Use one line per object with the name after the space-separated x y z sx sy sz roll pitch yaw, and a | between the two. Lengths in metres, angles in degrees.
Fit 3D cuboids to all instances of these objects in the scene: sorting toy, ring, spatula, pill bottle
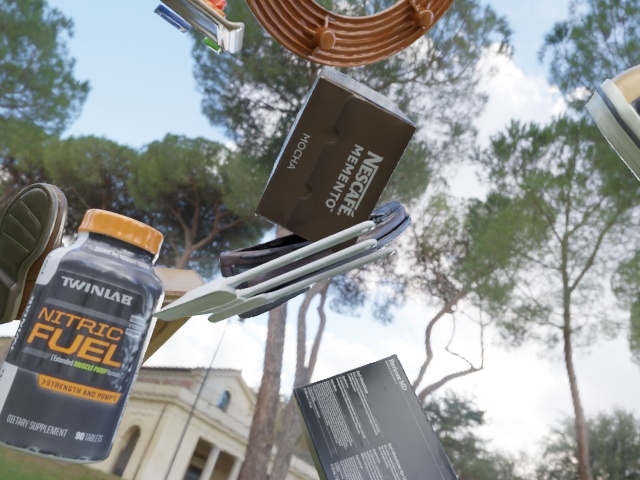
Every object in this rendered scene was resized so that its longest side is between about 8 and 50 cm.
-0.199 -0.367 0.932 0.195 0.047 0.347 32 0 -10 | sorting toy
0.059 -0.349 0.657 0.032 0.336 0.337 46 -5 46 | ring
-0.041 0.044 0.660 0.241 0.019 0.168 -21 -19 9 | spatula
-0.246 0.094 0.646 0.130 0.246 0.130 15 -14 4 | pill bottle

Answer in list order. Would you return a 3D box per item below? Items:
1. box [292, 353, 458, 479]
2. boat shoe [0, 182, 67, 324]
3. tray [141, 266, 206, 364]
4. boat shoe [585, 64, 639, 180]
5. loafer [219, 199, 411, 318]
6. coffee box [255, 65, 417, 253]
0.085 0.332 0.948 0.184 0.261 0.103 -17 -36 -10 | box
-0.536 0.020 1.153 0.110 0.104 0.307 43 -66 20 | boat shoe
-0.407 0.216 1.168 0.076 0.411 0.203 49 11 17 | tray
0.473 0.010 0.595 0.156 0.186 0.500 -39 -95 25 | boat shoe
0.000 0.000 0.855 0.109 0.302 0.095 -11 -73 62 | loafer
0.016 -0.117 0.785 0.118 0.297 0.168 26 -73 -8 | coffee box
